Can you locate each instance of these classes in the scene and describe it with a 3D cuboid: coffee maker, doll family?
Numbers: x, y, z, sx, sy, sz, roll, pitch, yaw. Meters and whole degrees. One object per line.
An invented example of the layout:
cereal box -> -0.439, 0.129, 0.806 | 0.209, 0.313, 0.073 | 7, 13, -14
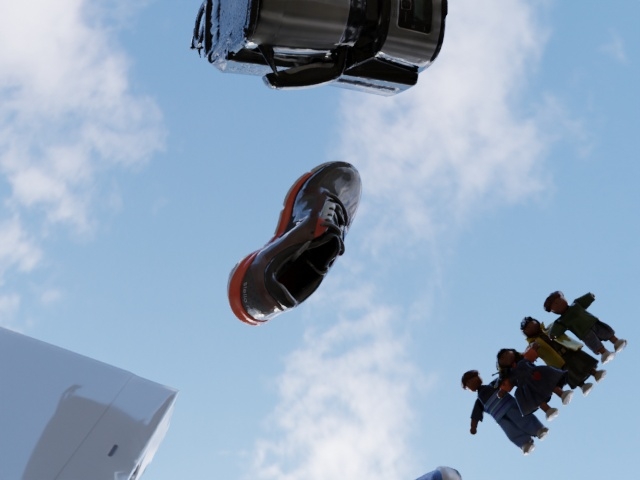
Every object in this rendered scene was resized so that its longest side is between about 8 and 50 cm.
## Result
coffee maker -> -0.004, -0.195, 0.723 | 0.178, 0.171, 0.120 | 4, -73, -24
doll family -> 0.229, 0.136, 0.886 | 0.193, 0.111, 0.076 | -41, -34, -9

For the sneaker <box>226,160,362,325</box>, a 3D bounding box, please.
sneaker -> 0.000, 0.000, 0.587 | 0.061, 0.065, 0.158 | 52, -128, -25

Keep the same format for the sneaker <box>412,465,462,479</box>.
sneaker -> 0.051, 0.269, 0.738 | 0.081, 0.080, 0.211 | 27, -59, -18

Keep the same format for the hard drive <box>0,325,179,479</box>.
hard drive -> -0.240, 0.074, 0.408 | 0.307, 0.203, 0.040 | 20, -78, -1
